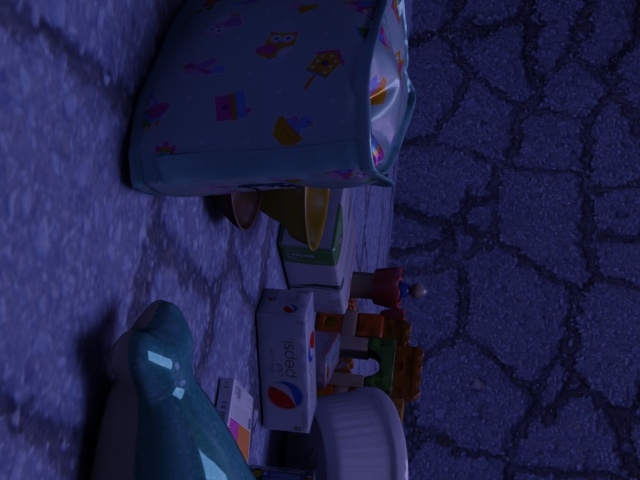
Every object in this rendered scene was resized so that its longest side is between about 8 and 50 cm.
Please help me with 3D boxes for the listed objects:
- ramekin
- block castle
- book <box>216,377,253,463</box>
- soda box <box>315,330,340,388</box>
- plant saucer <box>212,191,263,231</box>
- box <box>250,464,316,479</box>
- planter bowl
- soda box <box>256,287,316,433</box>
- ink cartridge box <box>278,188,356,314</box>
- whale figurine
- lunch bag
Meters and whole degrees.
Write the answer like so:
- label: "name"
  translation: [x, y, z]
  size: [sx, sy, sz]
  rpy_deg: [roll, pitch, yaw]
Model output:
- label: "ramekin"
  translation: [0.032, 0.375, 1.719]
  size: [0.273, 0.127, 0.273]
  rpy_deg: [-177, -90, -70]
- label: "block castle"
  translation: [0.099, 0.298, 2.122]
  size: [0.303, 0.213, 0.453]
  rpy_deg: [78, 19, -61]
- label: "book"
  translation: [-0.112, 0.251, 1.302]
  size: [0.096, 0.035, 0.144]
  rpy_deg: [67, 28, -65]
- label: "soda box"
  translation: [-0.007, 0.208, 1.870]
  size: [0.183, 0.063, 0.058]
  rpy_deg: [-44, 138, -78]
- label: "plant saucer"
  translation: [-0.095, -0.110, 1.215]
  size: [0.198, 0.036, 0.198]
  rpy_deg: [5, 90, -81]
- label: "box"
  translation: [-0.051, 0.374, 1.557]
  size: [0.137, 0.094, 0.027]
  rpy_deg: [82, 15, -52]
- label: "planter bowl"
  translation: [-0.043, -0.097, 1.384]
  size: [0.217, 0.090, 0.217]
  rpy_deg: [4, 90, -82]
- label: "soda box"
  translation: [-0.048, 0.177, 1.547]
  size: [0.069, 0.074, 0.216]
  rpy_deg: [-72, 164, -57]
- label: "ink cartridge box"
  translation: [0.000, 0.000, 1.711]
  size: [0.219, 0.093, 0.160]
  rpy_deg: [81, 16, -58]
- label: "whale figurine"
  translation: [-0.114, 0.191, 0.885]
  size: [0.216, 0.141, 0.272]
  rpy_deg: [-56, 149, -72]
- label: "lunch bag"
  translation: [-0.037, -0.124, 0.962]
  size: [0.262, 0.223, 0.160]
  rpy_deg: [-74, 158, -53]
